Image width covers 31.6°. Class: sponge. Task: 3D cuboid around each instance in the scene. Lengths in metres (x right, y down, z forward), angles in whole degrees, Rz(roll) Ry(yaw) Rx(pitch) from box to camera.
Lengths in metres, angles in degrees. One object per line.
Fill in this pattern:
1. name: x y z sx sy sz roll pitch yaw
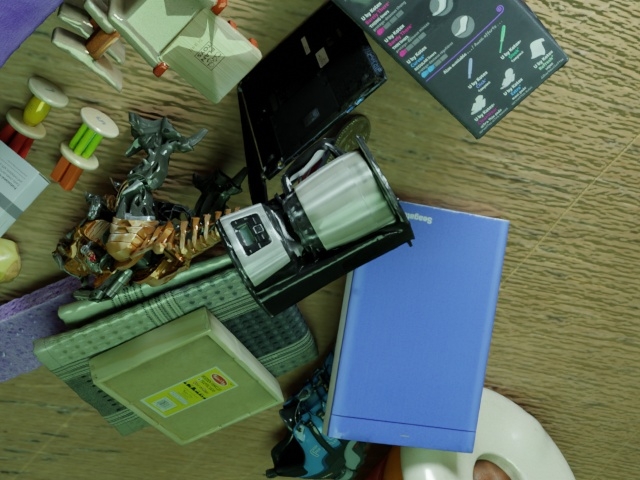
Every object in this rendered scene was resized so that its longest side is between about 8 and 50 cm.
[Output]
1. sponge: -0.359 0.113 1.494 0.210 0.031 0.117 -23 138 2

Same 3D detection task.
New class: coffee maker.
1. coffee maker: 0.000 0.000 1.168 0.178 0.120 0.171 -28 132 2

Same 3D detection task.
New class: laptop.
1. laptop: -0.013 -0.115 1.306 0.264 0.234 0.136 -39 123 14

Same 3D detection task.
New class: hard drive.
1. hard drive: 0.129 0.113 1.507 0.210 0.040 0.318 10 89 -18

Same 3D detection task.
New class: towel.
1. towel: -0.184 0.136 1.504 0.324 0.056 0.312 -22 148 2

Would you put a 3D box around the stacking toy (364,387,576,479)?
1. stacking toy: 0.139 0.469 1.736 0.351 0.350 0.480 26 132 -26

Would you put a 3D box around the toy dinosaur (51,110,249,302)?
1. toy dinosaur: -0.191 -0.013 1.338 0.322 0.218 0.164 11 151 30

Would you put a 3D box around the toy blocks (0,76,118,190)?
1. toy blocks: -0.330 -0.105 1.350 0.123 0.054 0.148 31 112 -21

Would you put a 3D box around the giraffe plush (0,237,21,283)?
1. giraffe plush: -0.477 0.050 1.355 0.210 0.170 0.181 36 110 -29

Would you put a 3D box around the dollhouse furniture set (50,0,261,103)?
1. dollhouse furniture set: -0.143 -0.255 1.169 0.135 0.259 0.262 38 110 -26

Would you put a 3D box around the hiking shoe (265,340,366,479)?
1. hiking shoe: 0.012 0.237 1.610 0.132 0.113 0.304 -3 124 -23

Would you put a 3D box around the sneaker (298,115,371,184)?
1. sneaker: 0.013 -0.111 1.438 0.042 0.067 0.118 40 78 -28

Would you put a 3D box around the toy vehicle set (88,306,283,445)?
1. toy vehicle set: -0.171 0.188 1.503 0.166 0.035 0.267 -24 147 7

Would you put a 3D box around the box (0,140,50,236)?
1. box: -0.421 -0.042 1.279 0.186 0.145 0.038 -49 160 -7

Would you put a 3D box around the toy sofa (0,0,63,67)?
1. toy sofa: -0.368 -0.246 1.179 0.362 0.177 0.150 -41 121 15

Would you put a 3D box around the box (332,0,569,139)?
1. box: 0.128 -0.271 1.273 0.143 0.165 0.270 -42 122 17
